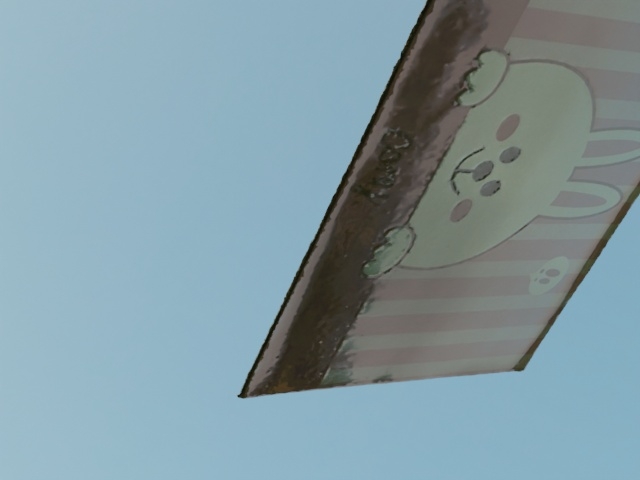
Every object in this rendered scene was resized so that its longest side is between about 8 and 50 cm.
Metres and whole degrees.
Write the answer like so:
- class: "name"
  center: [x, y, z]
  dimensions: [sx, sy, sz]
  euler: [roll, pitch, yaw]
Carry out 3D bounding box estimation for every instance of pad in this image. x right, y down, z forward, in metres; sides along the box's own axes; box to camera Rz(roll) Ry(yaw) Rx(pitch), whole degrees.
- class: "pad"
  center: [0.094, -0.032, 0.587]
  dimensions: [0.005, 0.202, 0.300]
  euler: [57, -46, 38]

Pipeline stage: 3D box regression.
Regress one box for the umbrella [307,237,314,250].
- class: "umbrella"
  center: [0.000, 0.003, 0.858]
  dimensions: [0.013, 0.122, 0.022]
  euler: [3, -74, 7]
